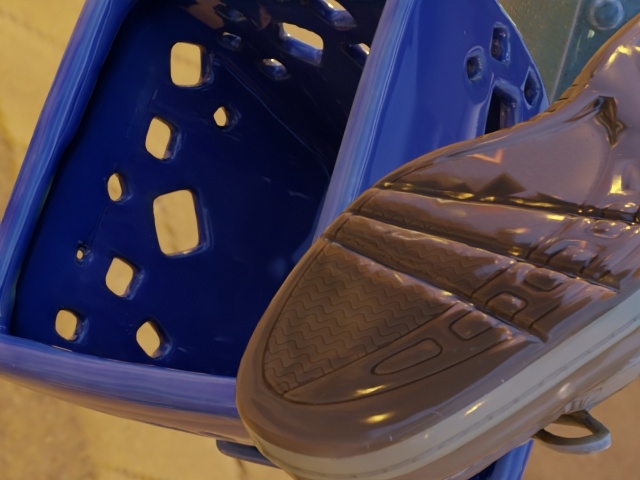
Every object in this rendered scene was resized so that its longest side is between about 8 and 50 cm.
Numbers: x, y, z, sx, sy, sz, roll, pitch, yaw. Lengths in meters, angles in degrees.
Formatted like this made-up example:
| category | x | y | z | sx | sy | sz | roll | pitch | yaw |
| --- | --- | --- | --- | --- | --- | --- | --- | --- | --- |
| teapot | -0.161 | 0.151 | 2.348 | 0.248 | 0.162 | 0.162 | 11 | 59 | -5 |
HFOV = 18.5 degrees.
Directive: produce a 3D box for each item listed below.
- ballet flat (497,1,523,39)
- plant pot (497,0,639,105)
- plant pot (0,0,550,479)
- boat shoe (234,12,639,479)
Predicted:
| category | x | y | z | sx | sy | sz | roll | pitch | yaw |
| --- | --- | --- | --- | --- | --- | --- | --- | --- | --- |
| ballet flat | 0.053 | -0.051 | 1.138 | 0.074 | 0.203 | 0.074 | 29 | 13 | -8 |
| plant pot | 0.234 | -0.152 | 1.586 | 0.248 | 0.247 | 0.252 | 11 | 19 | -10 |
| plant pot | 0.000 | 0.000 | 0.966 | 0.212 | 0.236 | 0.236 | 31 | 71 | -41 |
| boat shoe | 0.091 | 0.008 | 0.625 | 0.285 | 0.104 | 0.089 | -34 | 130 | -33 |
